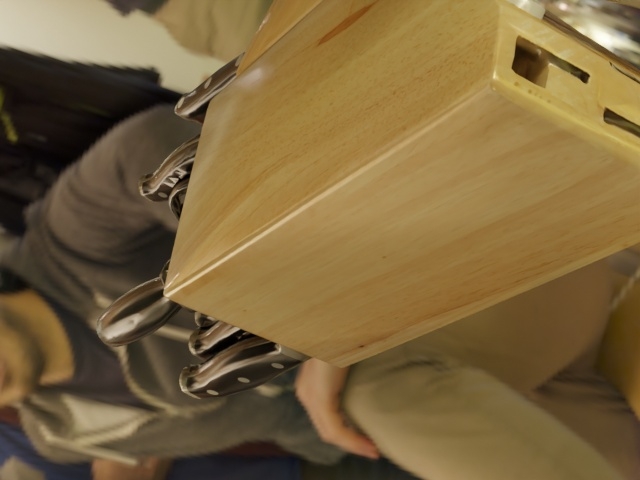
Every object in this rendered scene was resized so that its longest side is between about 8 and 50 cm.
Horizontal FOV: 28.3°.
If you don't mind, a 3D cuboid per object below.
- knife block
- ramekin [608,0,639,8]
[{"bbox_3d":[0.000,0.000,0.488,0.242,0.088,0.276,-61,24,16],"label":"knife block"},{"bbox_3d":[0.116,-0.184,0.331,0.273,0.273,0.127,-53,1,43],"label":"ramekin"}]
